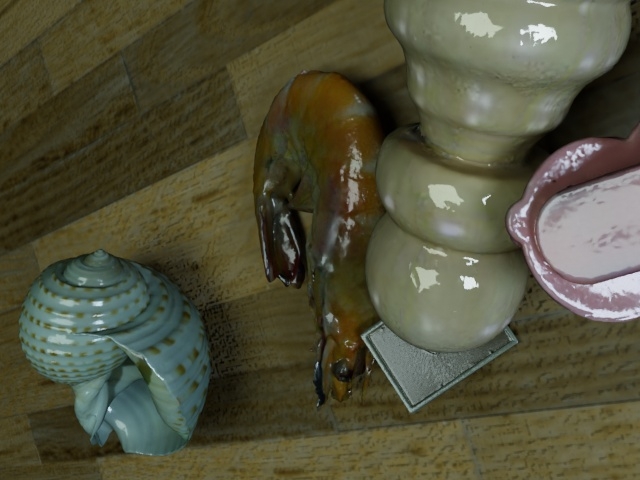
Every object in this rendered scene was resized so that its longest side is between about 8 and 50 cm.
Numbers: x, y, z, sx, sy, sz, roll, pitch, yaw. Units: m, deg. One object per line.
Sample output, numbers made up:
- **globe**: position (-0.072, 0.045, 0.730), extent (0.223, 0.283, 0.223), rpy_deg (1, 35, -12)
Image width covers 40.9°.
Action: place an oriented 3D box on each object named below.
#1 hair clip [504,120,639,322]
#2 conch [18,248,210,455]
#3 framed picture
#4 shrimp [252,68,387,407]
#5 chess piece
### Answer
- **hair clip**: position (0.174, -0.021, 0.429), extent (0.138, 0.102, 0.123), rpy_deg (-25, 88, 31)
- **conch**: position (-0.171, 0.091, 0.759), extent (0.172, 0.131, 0.200), rpy_deg (12, 140, 12)
- **framed picture**: position (0.080, 0.066, 0.583), extent (0.089, 0.006, 0.066), rpy_deg (-37, 74, 11)
- **shrimp**: position (0.000, 0.000, 0.632), extent (0.150, 0.068, 0.249), rpy_deg (1, 97, 54)
- **chess piece**: position (0.090, -0.057, 0.498), extent (0.142, 0.142, 0.261), rpy_deg (28, 124, 34)
